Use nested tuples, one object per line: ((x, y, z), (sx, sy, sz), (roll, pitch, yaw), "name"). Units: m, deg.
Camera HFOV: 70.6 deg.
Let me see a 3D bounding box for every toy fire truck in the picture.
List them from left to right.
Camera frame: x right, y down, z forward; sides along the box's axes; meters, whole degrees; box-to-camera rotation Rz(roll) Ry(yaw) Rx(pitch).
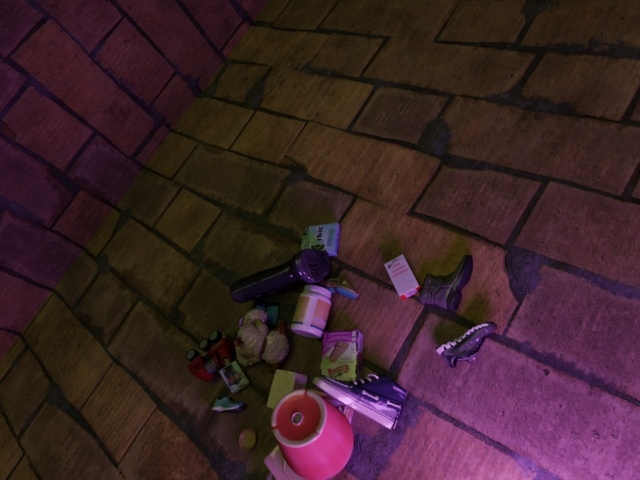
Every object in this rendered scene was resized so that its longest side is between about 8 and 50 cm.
((-0.463, 0.569, 2.031), (0.217, 0.158, 0.246), (-39, 41, 4), "toy fire truck")

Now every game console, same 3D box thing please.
((-0.254, 0.335, 2.081), (0.071, 0.107, 0.122), (-29, 46, 48), "game console")

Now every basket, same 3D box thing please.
((-0.137, 0.613, 1.832), (0.113, 0.103, 0.167), (1, 63, 28), "basket")

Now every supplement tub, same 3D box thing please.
((-0.036, 0.304, 1.927), (0.144, 0.144, 0.199), (3, 65, 30), "supplement tub")

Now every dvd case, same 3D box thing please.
((-0.375, 0.596, 1.970), (0.087, 0.013, 0.119), (-31, 94, -8), "dvd case")

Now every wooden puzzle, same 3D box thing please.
((-0.063, 0.796, 1.656), (0.239, 0.044, 0.221), (-44, 50, -12), "wooden puzzle")

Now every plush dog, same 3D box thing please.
((-0.244, 0.440, 1.939), (0.225, 0.210, 0.262), (12, 86, 3), "plush dog")

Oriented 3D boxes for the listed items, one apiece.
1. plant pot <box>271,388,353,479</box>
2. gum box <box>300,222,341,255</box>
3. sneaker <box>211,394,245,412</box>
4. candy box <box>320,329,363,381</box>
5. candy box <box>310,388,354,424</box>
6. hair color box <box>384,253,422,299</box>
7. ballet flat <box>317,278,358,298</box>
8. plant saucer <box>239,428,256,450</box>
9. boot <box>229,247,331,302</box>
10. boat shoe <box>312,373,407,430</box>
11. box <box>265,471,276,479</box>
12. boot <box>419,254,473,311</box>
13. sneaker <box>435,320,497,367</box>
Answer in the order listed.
((-0.043, 0.654, 1.563), (0.275, 0.243, 0.275), (-10, 47, 11), "plant pot")
((0.000, 0.000, 2.148), (0.184, 0.041, 0.157), (-6, 61, 27), "gum box")
((-0.398, 0.703, 1.954), (0.162, 0.063, 0.073), (-8, 56, 25), "sneaker")
((0.085, 0.481, 1.806), (0.159, 0.071, 0.233), (-10, 59, 24), "candy box")
((0.035, 0.654, 1.746), (0.187, 0.053, 0.109), (5, 66, 32), "candy box")
((0.340, 0.150, 1.865), (0.093, 0.053, 0.167), (-30, 54, 13), "hair color box")
((0.081, 0.200, 1.974), (0.206, 0.073, 0.067), (10, 54, 29), "ballet flat")
((-0.297, 0.820, 1.859), (0.083, 0.015, 0.083), (-14, 57, 22), "plant saucer")
((-0.208, 0.162, 1.981), (0.445, 0.367, 0.146), (-16, 82, 17), "boot")
((0.150, 0.540, 1.650), (0.341, 0.127, 0.158), (29, 71, 2), "boat shoe")
((-0.104, 0.912, 1.671), (0.201, 0.057, 0.293), (17, 72, 35), "box")
((0.487, 0.150, 1.771), (0.161, 0.083, 0.246), (14, 69, 40), "boot")
((0.538, 0.379, 1.613), (0.234, 0.078, 0.106), (-33, 55, 13), "sneaker")
